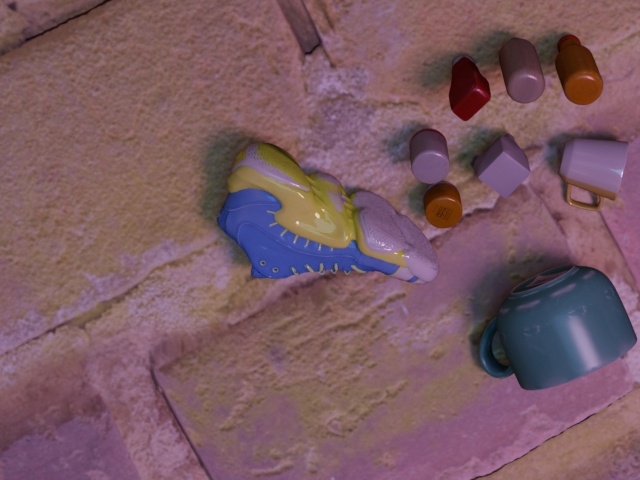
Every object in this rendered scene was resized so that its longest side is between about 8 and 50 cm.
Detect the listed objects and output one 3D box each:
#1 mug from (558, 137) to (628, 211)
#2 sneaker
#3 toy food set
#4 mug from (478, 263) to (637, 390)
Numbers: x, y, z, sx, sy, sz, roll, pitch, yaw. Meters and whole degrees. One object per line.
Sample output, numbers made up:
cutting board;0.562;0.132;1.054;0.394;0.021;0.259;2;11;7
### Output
mug;0.279;-0.071;1.704;0.064;0.062;0.078;13;92;5
sneaker;0.000;0.000;1.707;0.240;0.091;0.126;32;115;-6
toy food set;0.173;-0.128;1.690;0.111;0.104;0.232;34;115;-19
mug;0.234;0.088;1.691;0.158;0.129;0.097;-24;96;3
